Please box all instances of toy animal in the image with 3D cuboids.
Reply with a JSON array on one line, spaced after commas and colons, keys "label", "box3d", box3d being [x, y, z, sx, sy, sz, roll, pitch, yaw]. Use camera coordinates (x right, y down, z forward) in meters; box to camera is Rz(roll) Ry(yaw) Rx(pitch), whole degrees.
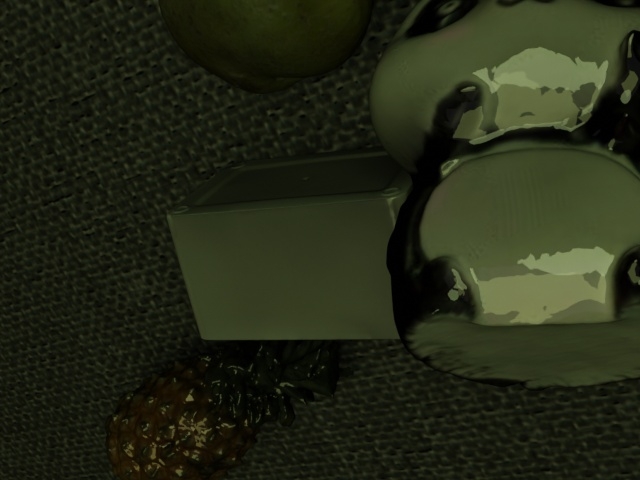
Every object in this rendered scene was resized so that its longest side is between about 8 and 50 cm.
[{"label": "toy animal", "box3d": [0.157, -0.063, 0.616, 0.250, 0.310, 0.251, 5, 158, 2]}]

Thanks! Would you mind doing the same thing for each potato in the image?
[{"label": "potato", "box3d": [-0.054, -0.215, 0.699, 0.251, 0.159, 0.175, -7, 92, 55]}]

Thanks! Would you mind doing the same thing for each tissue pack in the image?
[{"label": "tissue pack", "box3d": [0.001, -0.001, 0.805, 0.246, 0.159, 0.136, -3, 114, 25]}]

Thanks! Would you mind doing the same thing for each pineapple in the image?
[{"label": "pineapple", "box3d": [-0.100, 0.175, 0.960, 0.340, 0.169, 0.169, -39, 97, 26]}]
